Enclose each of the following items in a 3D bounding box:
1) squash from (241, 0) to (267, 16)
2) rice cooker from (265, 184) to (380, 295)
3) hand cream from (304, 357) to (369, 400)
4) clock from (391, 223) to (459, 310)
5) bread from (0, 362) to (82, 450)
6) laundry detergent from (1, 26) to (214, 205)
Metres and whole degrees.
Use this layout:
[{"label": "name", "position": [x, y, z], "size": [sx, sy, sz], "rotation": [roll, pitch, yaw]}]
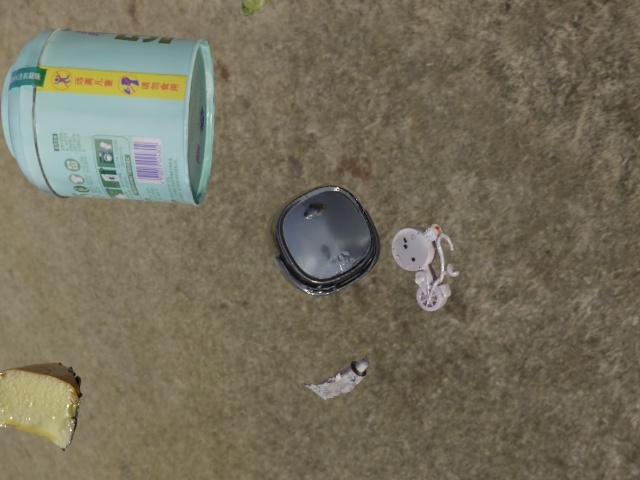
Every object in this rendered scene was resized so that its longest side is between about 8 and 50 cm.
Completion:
[{"label": "squash", "position": [-0.136, -0.506, 1.324], "size": [0.094, 0.094, 0.224], "rotation": [64, 168, 5]}, {"label": "rice cooker", "position": [0.000, 0.000, 1.589], "size": [0.267, 0.267, 0.224], "rotation": [66, 168, 2]}, {"label": "hand cream", "position": [0.052, 0.386, 1.840], "size": [0.084, 0.050, 0.257], "rotation": [35, 135, -17]}, {"label": "clock", "position": [0.158, 0.038, 0.985], "size": [0.087, 0.041, 0.129], "rotation": [-25, 82, 38]}, {"label": "bread", "position": [-0.515, 0.312, 1.293], "size": [0.160, 0.169, 0.140], "rotation": [16, 92, 13]}, {"label": "laundry detergent", "position": [-0.351, -0.208, 1.138], "size": [0.287, 0.305, 0.287], "rotation": [-176, 90, -89]}]
